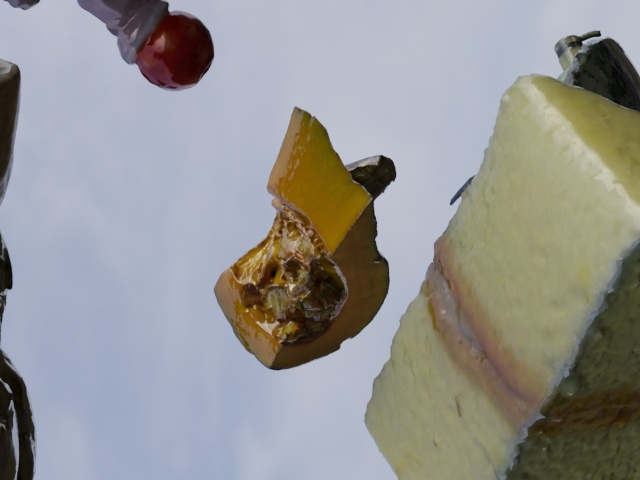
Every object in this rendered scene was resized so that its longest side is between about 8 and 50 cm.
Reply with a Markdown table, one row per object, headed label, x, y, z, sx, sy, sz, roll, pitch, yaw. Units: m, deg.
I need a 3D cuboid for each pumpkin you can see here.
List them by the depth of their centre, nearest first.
| label | x | y | z | sx | sy | sz | roll | pitch | yaw |
| --- | --- | --- | --- | --- | --- | --- | --- | --- | --- |
| pumpkin | 0.004 | -0.004 | 1.795 | 0.126 | 0.131 | 0.248 | -6 | -41 | -40 |

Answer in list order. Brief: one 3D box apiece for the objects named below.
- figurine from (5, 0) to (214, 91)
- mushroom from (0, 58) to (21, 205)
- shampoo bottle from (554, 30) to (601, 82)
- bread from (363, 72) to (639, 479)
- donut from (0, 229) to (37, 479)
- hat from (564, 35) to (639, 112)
| label | x | y | z | sx | sy | sz | roll | pitch | yaw |
| --- | --- | --- | --- | --- | --- | --- | --- | --- | --- |
| figurine | -0.152 | -0.204 | 0.964 | 0.186 | 0.287 | 0.176 | -62 | 9 | -29 |
| mushroom | -0.198 | -0.021 | 0.795 | 0.094 | 0.209 | 0.072 | 59 | -135 | -29 |
| shampoo bottle | 0.274 | -0.131 | 1.851 | 0.162 | 0.079 | 0.079 | 66 | -169 | 20 |
| bread | 0.125 | 0.053 | 0.955 | 0.142 | 0.178 | 0.266 | -47 | -20 | -52 |
| donut | -0.346 | 0.087 | 1.622 | 0.360 | 0.170 | 0.360 | 167 | 90 | -86 |
| hat | 0.233 | 0.000 | 1.252 | 0.265 | 0.128 | 0.266 | -25 | -62 | -60 |
